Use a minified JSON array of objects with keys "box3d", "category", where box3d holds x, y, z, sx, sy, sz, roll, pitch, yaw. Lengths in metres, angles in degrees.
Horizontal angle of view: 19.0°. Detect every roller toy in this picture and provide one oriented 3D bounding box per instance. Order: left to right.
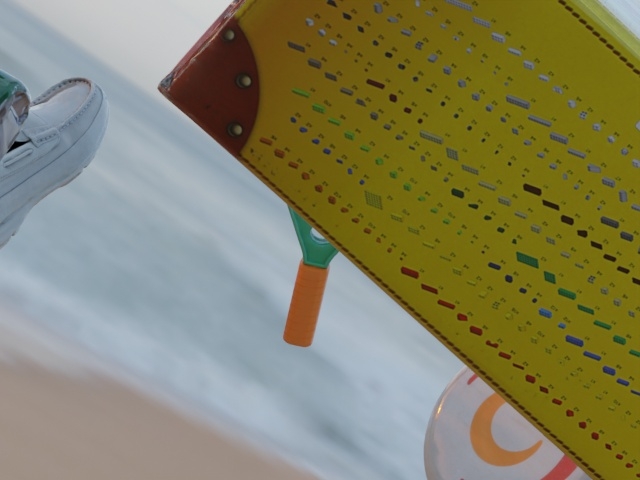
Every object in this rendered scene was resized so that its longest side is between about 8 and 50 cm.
[{"box3d":[0.198,0.194,1.678,0.209,0.191,0.146,-9,-34,28],"category":"roller toy"}]

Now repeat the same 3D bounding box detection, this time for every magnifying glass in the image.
[{"box3d":[0.000,0.000,1.752,0.092,0.231,0.026,12,34,-2],"category":"magnifying glass"}]

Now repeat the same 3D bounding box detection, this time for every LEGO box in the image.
[{"box3d":[0.174,-0.027,1.163,0.500,0.193,0.372,42,15,-6],"category":"LEGO box"}]

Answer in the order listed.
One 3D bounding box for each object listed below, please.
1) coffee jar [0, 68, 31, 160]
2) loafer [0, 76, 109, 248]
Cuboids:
[{"box3d":[-0.315,-0.120,1.430,0.184,0.096,0.079,31,-12,9],"category":"coffee jar"},{"box3d":[-0.316,-0.090,1.942,0.112,0.319,0.111,-5,-59,28],"category":"loafer"}]
